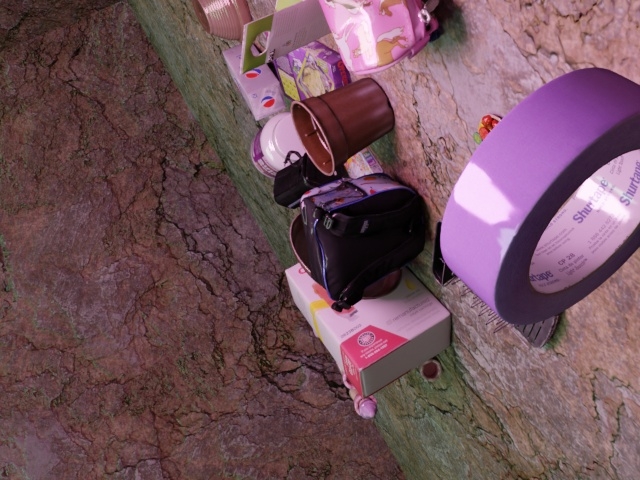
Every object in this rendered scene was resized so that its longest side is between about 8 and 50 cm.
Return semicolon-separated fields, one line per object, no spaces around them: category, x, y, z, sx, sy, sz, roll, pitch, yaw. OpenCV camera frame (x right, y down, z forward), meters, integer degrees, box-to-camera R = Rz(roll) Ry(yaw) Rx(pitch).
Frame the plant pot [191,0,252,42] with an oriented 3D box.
plant pot;-0.299;-0.676;1.769;0.237;0.109;0.237;54;164;23

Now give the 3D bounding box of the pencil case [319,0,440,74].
pencil case;0.047;-0.444;0.881;0.160;0.167;0.386;-72;-40;-63

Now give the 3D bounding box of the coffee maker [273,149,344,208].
coffee maker;-0.051;-0.164;1.589;0.171;0.120;0.178;38;149;-20

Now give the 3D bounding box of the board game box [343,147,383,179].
board game box;0.101;-0.180;1.504;0.103;0.026;0.154;58;166;9

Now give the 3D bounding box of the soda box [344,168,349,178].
soda box;0.034;-0.153;1.727;0.058;0.063;0.183;56;166;13

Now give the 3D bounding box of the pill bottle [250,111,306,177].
pill bottle;-0.097;-0.270;1.738;0.169;0.169;0.301;62;167;-7

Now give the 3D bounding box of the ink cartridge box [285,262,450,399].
ink cartridge box;0.119;0.177;1.632;0.385;0.279;0.160;49;162;39

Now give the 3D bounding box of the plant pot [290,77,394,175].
plant pot;0.050;-0.245;1.260;0.167;0.165;0.167;54;165;22

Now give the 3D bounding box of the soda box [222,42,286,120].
soda box;-0.194;-0.464;1.755;0.091;0.098;0.286;73;171;-46

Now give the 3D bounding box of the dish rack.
dish rack;0.322;0.085;1.147;0.271;0.074;0.208;52;165;32

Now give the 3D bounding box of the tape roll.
tape roll;0.265;-0.039;0.660;0.090;0.274;0.275;48;162;39

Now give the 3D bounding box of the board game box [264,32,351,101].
board game box;-0.023;-0.393;1.484;0.347;0.056;0.208;46;165;45

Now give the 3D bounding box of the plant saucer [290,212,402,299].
plant saucer;0.060;0.038;1.546;0.311;0.310;0.050;53;133;29

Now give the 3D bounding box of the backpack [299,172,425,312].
backpack;0.093;-0.023;1.359;0.213;0.263;0.277;-125;21;-51

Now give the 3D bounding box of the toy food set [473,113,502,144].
toy food set;0.271;-0.155;0.946;0.083;0.020;0.083;55;166;21

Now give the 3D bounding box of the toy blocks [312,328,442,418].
toy blocks;0.174;0.316;1.718;0.309;0.288;0.260;65;172;-9

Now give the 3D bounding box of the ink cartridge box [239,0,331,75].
ink cartridge box;-0.046;-0.415;1.063;0.097;0.255;0.189;60;166;3
